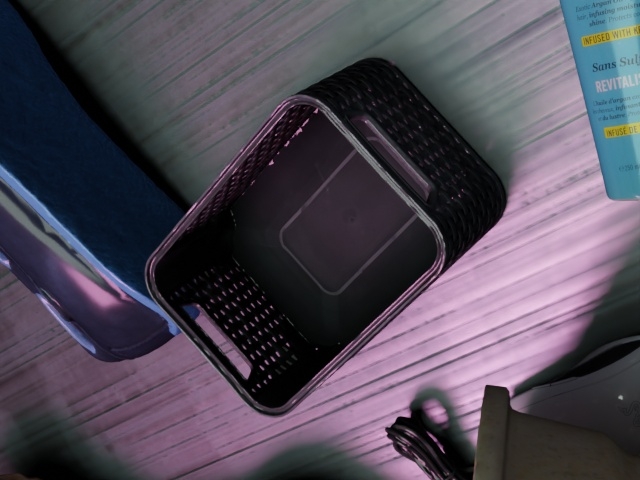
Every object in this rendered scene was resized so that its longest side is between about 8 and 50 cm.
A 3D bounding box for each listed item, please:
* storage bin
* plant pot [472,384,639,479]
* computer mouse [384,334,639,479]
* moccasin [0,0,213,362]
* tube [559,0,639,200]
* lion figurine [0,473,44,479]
[{"bbox_3d":[0.000,0.000,0.756,0.122,0.084,0.180,48,127,5],"label":"storage bin"},{"bbox_3d":[0.214,0.245,0.597,0.305,0.334,0.334,4,114,9],"label":"plant pot"},{"bbox_3d":[0.130,0.112,0.751,0.193,0.042,0.106,-35,89,37],"label":"computer mouse"},{"bbox_3d":[-0.221,-0.053,0.836,0.342,0.137,0.117,51,131,4],"label":"moccasin"},{"bbox_3d":[0.145,-0.124,0.643,0.080,0.052,0.207,-10,99,22],"label":"tube"},{"bbox_3d":[-0.085,0.243,0.892,0.392,0.142,0.240,-18,74,21],"label":"lion figurine"}]
